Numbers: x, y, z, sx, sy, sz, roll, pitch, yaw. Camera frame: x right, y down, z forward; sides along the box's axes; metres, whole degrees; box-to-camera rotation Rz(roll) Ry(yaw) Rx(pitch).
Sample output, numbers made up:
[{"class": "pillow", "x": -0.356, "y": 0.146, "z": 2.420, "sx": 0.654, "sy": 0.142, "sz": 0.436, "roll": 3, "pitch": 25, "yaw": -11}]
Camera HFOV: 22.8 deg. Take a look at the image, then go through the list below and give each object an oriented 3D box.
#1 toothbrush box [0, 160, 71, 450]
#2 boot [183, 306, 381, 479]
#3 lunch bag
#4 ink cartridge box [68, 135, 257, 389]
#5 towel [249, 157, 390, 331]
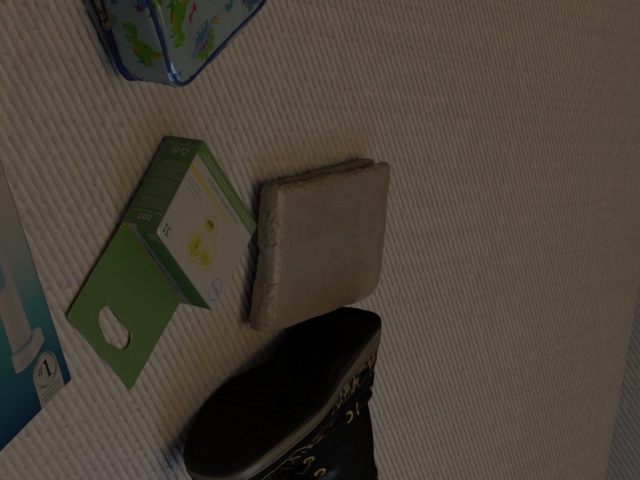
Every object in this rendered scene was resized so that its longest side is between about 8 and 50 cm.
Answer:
[{"class": "toothbrush box", "x": -0.350, "y": 0.058, "z": 1.321, "sx": 0.216, "sy": 0.126, "sz": 0.295, "roll": -49, "pitch": 141, "yaw": -40}, {"class": "boot", "x": -0.029, "y": 0.281, "z": 1.983, "sx": 0.377, "sy": 0.138, "sz": 0.284, "roll": -46, "pitch": 139, "yaw": -52}, {"class": "lunch bag", "x": -0.137, "y": -0.268, "z": 1.608, "sx": 0.219, "sy": 0.090, "sz": 0.176, "roll": -52, "pitch": 142, "yaw": -38}, {"class": "ink cartridge box", "x": -0.165, "y": 0.029, "z": 1.716, "sx": 0.235, "sy": 0.056, "sz": 0.171, "roll": -65, "pitch": 150, "yaw": -25}, {"class": "towel", "x": 0.000, "y": 0.000, "z": 2.006, "sx": 0.282, "sy": 0.049, "sz": 0.187, "roll": -15, "pitch": 113, "yaw": -57}]
